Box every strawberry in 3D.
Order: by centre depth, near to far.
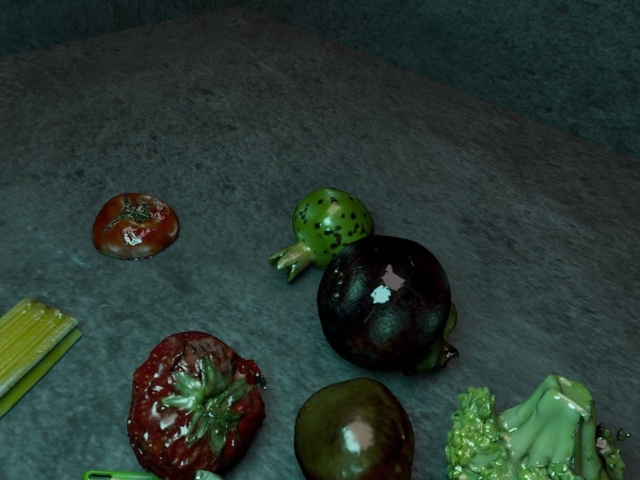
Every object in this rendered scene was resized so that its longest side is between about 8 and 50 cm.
[{"bbox_3d":[-0.234,0.298,0.903,0.274,0.220,0.274,26,52,-39],"label":"strawberry"}]

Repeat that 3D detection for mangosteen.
[{"bbox_3d":[0.147,0.138,1.097,0.329,0.330,0.330,6,40,-5],"label":"mangosteen"}]

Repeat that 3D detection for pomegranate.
[{"bbox_3d":[0.013,0.006,1.323,0.230,0.231,0.286,32,85,24],"label":"pomegranate"}]

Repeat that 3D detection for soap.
[{"bbox_3d":[-0.617,0.229,0.996,0.140,0.073,0.232,18,41,12],"label":"soap"}]

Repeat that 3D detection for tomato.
[{"bbox_3d":[-0.497,-0.056,1.339,0.227,0.101,0.228,8,41,-7],"label":"tomato"}]

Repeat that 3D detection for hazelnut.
[{"bbox_3d":[0.065,0.370,0.875,0.229,0.230,0.230,6,40,-5],"label":"hazelnut"}]

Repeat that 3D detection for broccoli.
[{"bbox_3d":[0.397,0.371,0.874,0.293,0.281,0.348,-8,33,-34],"label":"broccoli"}]

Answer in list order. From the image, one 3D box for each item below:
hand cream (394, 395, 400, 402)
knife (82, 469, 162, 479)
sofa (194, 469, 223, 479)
[{"bbox_3d":[0.140,0.382,1.006,0.062,0.039,0.163,-8,39,3],"label":"hand cream"},{"bbox_3d":[-0.311,0.417,0.885,0.211,0.015,0.054,5,40,-6],"label":"knife"},{"bbox_3d":[-0.067,0.445,0.761,0.225,0.210,0.176,-12,43,-20],"label":"sofa"}]
